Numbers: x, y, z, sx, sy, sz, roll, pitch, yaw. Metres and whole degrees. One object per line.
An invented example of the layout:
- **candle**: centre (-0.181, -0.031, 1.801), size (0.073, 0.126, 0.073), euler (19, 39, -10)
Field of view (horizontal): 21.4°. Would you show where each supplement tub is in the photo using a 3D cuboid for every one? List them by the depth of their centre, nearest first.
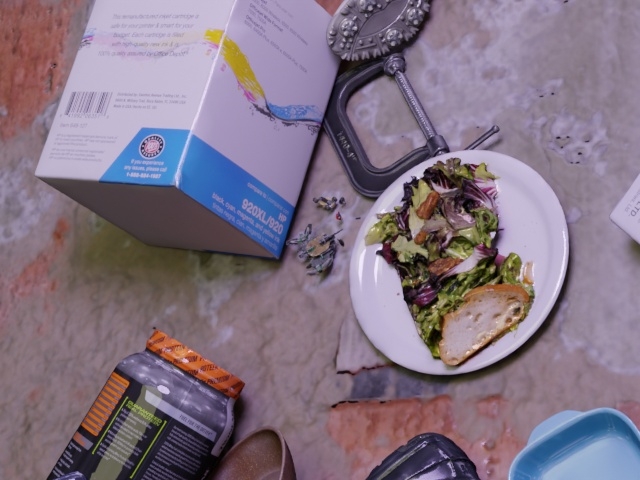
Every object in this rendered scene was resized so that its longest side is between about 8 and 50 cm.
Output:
- **supplement tub**: centre (-0.151, 0.179, 1.443), size (0.117, 0.117, 0.190), euler (28, 83, 35)

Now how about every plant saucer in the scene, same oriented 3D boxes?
- **plant saucer**: centre (-0.073, 0.245, 1.369), size (0.198, 0.036, 0.198), euler (-52, 18, 24)

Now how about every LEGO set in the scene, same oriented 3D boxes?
- **LEGO set**: centre (0.003, -0.001, 1.502), size (0.054, 0.023, 0.083), euler (19, 65, 32)

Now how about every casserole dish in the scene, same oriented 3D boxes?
- **casserole dish**: centre (0.216, 0.214, 1.270), size (0.114, 0.037, 0.188), euler (-33, 57, 12)

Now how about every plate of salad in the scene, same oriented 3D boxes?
- **plate of salad**: centre (0.109, 0.013, 1.412), size (0.199, 0.048, 0.200), euler (-11, 66, 26)

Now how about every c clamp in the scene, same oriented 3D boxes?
- **c clamp**: centre (0.071, -0.107, 1.513), size (0.137, 0.022, 0.161), euler (-40, 56, 14)

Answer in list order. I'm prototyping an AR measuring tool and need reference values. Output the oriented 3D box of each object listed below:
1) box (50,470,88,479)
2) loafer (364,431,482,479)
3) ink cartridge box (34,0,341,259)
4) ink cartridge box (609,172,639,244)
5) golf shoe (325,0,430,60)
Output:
- **box**: centre (-0.236, 0.410, 1.209), size (0.293, 0.212, 0.395), euler (-19, 74, -8)
- **loafer**: centre (0.034, 0.245, 1.333), size (0.223, 0.076, 0.078), euler (-41, 47, 2)
- **ink cartridge box**: centre (-0.111, -0.126, 1.523), size (0.171, 0.168, 0.233), euler (6, 71, 37)
- **ink cartridge box**: centre (0.374, -0.001, 1.236), size (0.311, 0.065, 0.186), euler (47, 113, 38)
- **golf shoe**: centre (0.067, -0.235, 1.552), size (0.176, 0.069, 0.086), euler (-43, 32, -7)
